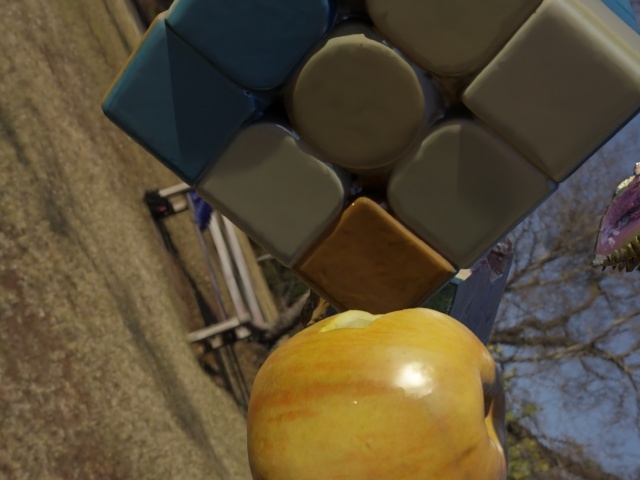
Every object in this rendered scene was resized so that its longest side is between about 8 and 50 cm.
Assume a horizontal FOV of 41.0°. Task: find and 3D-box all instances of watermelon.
[{"bbox_3d":[0.188,0.061,1.277,0.148,0.226,0.318,31,-6,24],"label":"watermelon"}]

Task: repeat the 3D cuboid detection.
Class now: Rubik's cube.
[{"bbox_3d":[0.066,-0.184,0.828,0.347,0.344,0.347,38,30,-7],"label":"Rubik's cube"}]

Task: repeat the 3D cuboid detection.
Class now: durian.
[{"bbox_3d":[0.510,-0.073,1.213,0.112,0.341,0.191,35,2,33],"label":"durian"}]

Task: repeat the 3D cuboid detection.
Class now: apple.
[{"bbox_3d":[0.043,0.129,0.588,0.199,0.199,0.199,160,-90,-85],"label":"apple"}]

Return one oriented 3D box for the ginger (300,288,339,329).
[{"bbox_3d":[0.000,-0.002,1.213,0.122,0.084,0.290,-48,136,-56],"label":"ginger"}]
